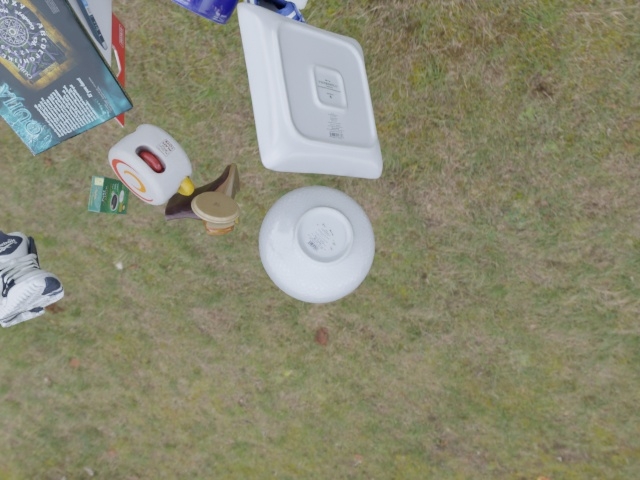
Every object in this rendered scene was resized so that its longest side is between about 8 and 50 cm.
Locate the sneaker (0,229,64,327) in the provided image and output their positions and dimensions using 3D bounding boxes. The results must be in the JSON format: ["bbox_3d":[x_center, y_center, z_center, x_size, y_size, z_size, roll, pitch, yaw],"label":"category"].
[{"bbox_3d":[-0.496,0.046,0.818,0.235,0.094,0.153,-27,86,56],"label":"sneaker"}]

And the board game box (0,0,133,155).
[{"bbox_3d":[-0.300,-0.191,0.520,0.126,0.026,0.186,-27,133,-4],"label":"board game box"}]

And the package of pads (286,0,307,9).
[{"bbox_3d":[-0.114,-0.815,1.425,0.229,0.101,0.296,4,152,-16],"label":"package of pads"}]

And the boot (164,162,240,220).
[{"bbox_3d":[-0.363,-0.155,1.567,0.206,0.249,0.090,-3,133,5],"label":"boot"}]

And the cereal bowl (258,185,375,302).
[{"bbox_3d":[0.000,0.000,1.407,0.338,0.339,0.141,26,164,-6],"label":"cereal bowl"}]

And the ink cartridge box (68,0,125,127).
[{"bbox_3d":[-0.431,-0.413,0.968,0.066,0.297,0.261,-16,154,11],"label":"ink cartridge box"}]

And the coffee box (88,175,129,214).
[{"bbox_3d":[-0.667,-0.141,1.602,0.040,0.184,0.113,9,92,4],"label":"coffee box"}]

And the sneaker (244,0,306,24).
[{"bbox_3d":[-0.074,-0.486,1.199,0.296,0.112,0.131,41,162,2],"label":"sneaker"}]

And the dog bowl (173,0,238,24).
[{"bbox_3d":[-0.281,-0.540,0.991,0.264,0.265,0.104,29,110,-7],"label":"dog bowl"}]

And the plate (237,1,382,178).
[{"bbox_3d":[0.003,-0.248,0.852,0.045,0.277,0.278,-17,79,46],"label":"plate"}]

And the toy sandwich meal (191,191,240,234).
[{"bbox_3d":[-0.166,-0.044,0.804,0.085,0.086,0.029,20,127,-2],"label":"toy sandwich meal"}]

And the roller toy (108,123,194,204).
[{"bbox_3d":[-0.446,-0.205,1.349,0.209,0.146,0.191,25,150,26],"label":"roller toy"}]
